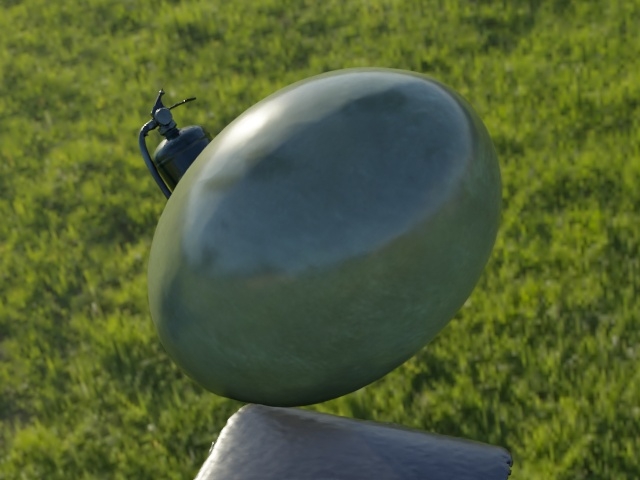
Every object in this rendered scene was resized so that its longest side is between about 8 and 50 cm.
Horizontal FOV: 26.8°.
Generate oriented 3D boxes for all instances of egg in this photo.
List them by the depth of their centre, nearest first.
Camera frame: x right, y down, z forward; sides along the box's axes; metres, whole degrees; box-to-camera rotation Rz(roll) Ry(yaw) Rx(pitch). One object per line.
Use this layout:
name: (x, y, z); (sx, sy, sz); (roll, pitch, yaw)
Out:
egg: (0.000, 0.000, 1.154); (0.352, 0.258, 0.258); (-35, 24, 32)

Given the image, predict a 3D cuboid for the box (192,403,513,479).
box: (0.015, 0.317, 1.400); (0.350, 0.091, 0.359); (7, 32, 13)

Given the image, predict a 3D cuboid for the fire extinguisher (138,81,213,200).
fire extinguisher: (-0.160, -0.079, 1.843); (0.118, 0.294, 0.093); (-36, 4, -19)
